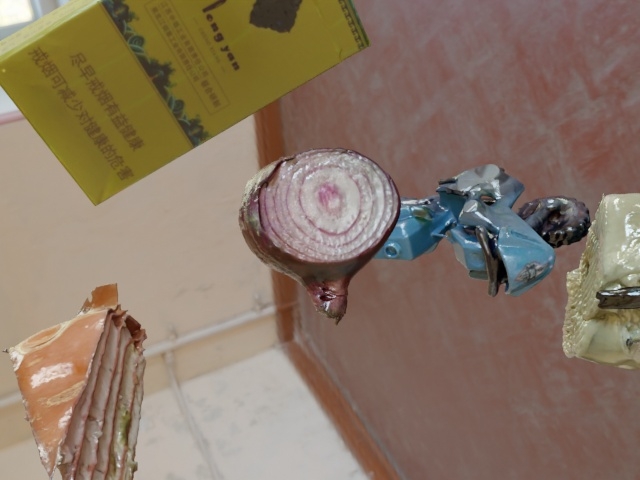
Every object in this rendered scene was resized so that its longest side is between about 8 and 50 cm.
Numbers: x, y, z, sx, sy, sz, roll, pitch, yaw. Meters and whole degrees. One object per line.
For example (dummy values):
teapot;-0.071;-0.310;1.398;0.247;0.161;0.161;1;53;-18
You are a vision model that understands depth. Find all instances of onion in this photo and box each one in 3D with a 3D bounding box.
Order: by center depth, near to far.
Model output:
onion;0.000;0.000;1.071;0.140;0.195;0.218;147;114;-69

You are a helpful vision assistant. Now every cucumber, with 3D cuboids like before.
cucumber;0.485;0.084;1.291;0.034;0.134;0.033;67;-159;-64

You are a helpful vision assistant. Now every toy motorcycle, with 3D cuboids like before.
toy motorcycle;0.248;-0.009;1.489;0.416;0.232;0.172;3;126;26

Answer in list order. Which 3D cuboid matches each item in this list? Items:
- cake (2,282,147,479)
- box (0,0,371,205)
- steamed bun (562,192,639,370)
cake;-0.242;0.163;0.838;0.287;0.135;0.098;-106;0;-55
box;-0.108;-0.156;0.698;0.153;0.279;0.041;60;179;-39
steamed bun;0.546;0.085;1.474;0.320;0.206;0.275;91;-170;-50
